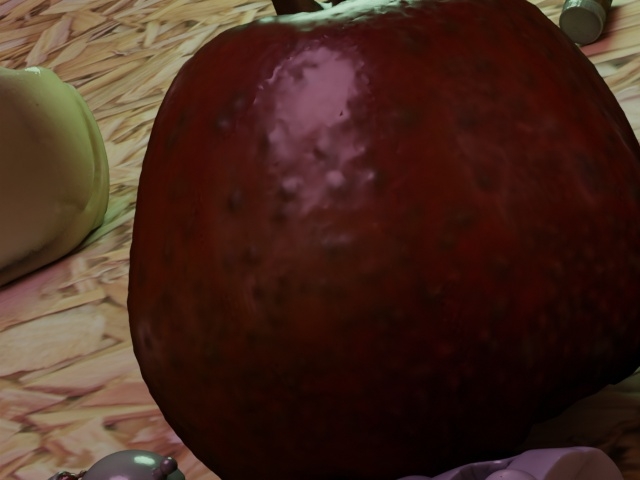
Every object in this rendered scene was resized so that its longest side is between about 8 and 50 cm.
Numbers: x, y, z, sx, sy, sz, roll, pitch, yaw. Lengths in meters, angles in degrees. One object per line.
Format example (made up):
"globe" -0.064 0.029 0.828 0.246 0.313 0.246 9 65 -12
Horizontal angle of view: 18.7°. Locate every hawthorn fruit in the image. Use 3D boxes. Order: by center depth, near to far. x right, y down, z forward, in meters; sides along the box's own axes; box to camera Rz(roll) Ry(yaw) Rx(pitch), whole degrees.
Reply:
"hawthorn fruit" 0.038 -0.018 1.371 0.402 0.403 0.403 -25 25 12

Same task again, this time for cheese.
"cheese" -0.372 -0.077 2.196 0.266 0.233 0.127 -22 14 12

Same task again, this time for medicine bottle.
"medicine bottle" 0.274 -0.240 1.991 0.047 0.047 0.083 -16 28 29

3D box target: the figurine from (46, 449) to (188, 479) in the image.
"figurine" -0.174 0.222 1.557 0.197 0.094 0.147 -20 3 39

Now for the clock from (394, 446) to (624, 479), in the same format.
"clock" 0.054 0.218 1.197 0.254 0.189 0.189 -8 32 38
